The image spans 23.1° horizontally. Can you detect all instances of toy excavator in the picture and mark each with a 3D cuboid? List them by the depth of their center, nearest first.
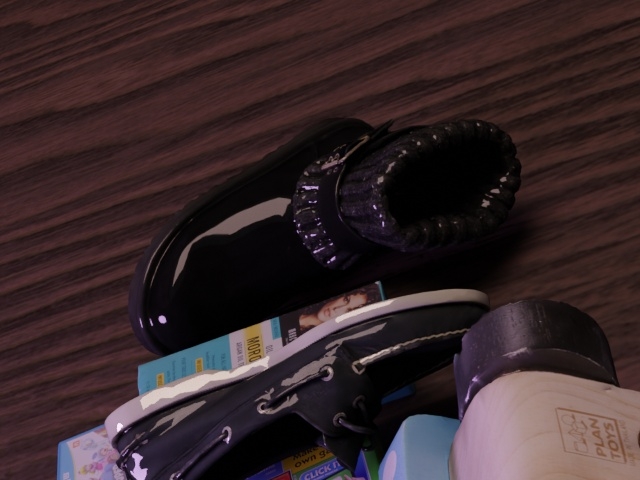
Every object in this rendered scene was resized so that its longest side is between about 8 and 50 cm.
[{"bbox_3d":[0.089,0.270,1.069,0.432,0.445,0.222,13,36,-13],"label":"toy excavator"}]

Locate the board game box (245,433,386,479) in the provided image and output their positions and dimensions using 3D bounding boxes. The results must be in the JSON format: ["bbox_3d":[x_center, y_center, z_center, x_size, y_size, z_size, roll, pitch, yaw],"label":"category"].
[{"bbox_3d":[-0.077,0.289,1.288,0.317,0.046,0.213,-26,37,6],"label":"board game box"}]

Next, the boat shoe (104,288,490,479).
[{"bbox_3d":[-0.008,0.143,1.288,0.340,0.127,0.113,-19,65,2],"label":"boat shoe"}]

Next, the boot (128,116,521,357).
[{"bbox_3d":[-0.001,-0.004,1.476,0.348,0.131,0.260,-44,27,-19],"label":"boot"}]

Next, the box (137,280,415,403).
[{"bbox_3d":[-0.043,0.126,1.431,0.244,0.060,0.100,-20,37,6],"label":"box"}]

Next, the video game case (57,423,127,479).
[{"bbox_3d":[-0.174,0.205,1.482,0.166,0.015,0.119,-23,36,9],"label":"video game case"}]
